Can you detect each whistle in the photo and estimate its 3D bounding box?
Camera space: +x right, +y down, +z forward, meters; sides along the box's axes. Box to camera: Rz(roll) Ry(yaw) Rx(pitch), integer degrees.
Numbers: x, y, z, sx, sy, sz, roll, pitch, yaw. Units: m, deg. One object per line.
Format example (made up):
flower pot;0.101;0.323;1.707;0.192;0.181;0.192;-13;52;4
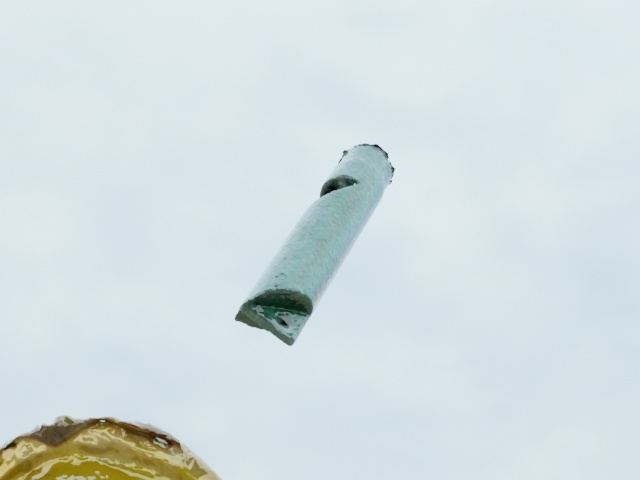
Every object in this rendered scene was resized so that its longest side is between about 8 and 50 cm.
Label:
whistle;0.000;0.000;0.883;0.039;0.186;0.039;10;-57;16

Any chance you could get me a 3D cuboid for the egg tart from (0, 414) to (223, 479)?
egg tart;-0.167;0.266;1.061;0.288;0.288;0.118;3;-6;1
